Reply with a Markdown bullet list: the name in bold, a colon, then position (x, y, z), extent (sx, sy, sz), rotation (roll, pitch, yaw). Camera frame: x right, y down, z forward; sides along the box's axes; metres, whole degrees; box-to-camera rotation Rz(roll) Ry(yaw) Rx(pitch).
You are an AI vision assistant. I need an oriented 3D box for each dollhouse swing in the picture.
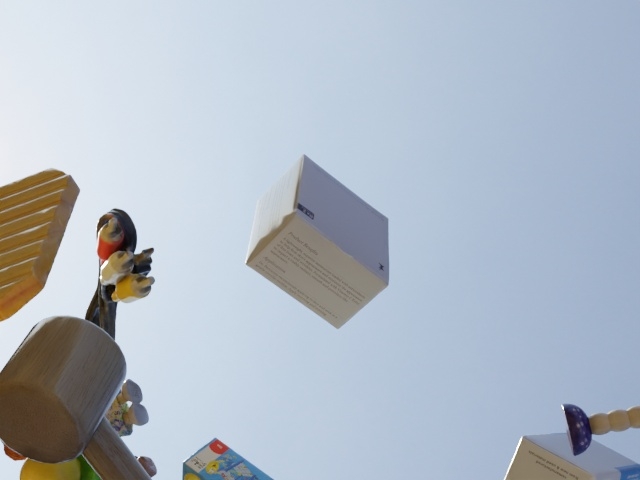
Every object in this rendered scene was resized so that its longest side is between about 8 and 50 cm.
- **dollhouse swing**: position (-0.520, -0.036, 1.210), extent (0.305, 0.315, 0.346), rotation (-32, -152, 21)

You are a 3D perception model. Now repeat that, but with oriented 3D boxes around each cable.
- **cable**: position (-0.303, 0.062, 1.412), extent (0.139, 0.072, 0.287), rotation (59, -42, 14)

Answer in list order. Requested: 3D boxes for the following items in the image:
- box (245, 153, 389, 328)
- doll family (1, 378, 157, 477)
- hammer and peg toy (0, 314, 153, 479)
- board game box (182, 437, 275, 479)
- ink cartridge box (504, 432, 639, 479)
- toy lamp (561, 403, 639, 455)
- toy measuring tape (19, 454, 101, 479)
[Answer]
- **box**: position (0.000, 0.000, 1.518), extent (0.119, 0.181, 0.182), rotation (-43, -159, 27)
- **doll family**: position (-0.247, 0.239, 1.032), extent (0.163, 0.118, 0.262), rotation (-20, -103, 11)
- **hammer and peg toy**: position (-0.223, 0.206, 0.603), extent (0.361, 0.266, 0.127), rotation (-28, -162, 31)
- **board game box**: position (-0.118, 0.559, 1.840), extent (0.302, 0.086, 0.308), rotation (28, -50, 28)
- **ink cartridge box**: position (0.346, 0.459, 1.554), extent (0.129, 0.223, 0.307), rotation (26, -82, 35)
- **toy lamp**: position (0.461, 0.226, 1.338), extent (0.275, 0.080, 0.080), rotation (-14, -112, 9)
- **toy measuring tape**: position (-0.170, 0.264, 0.818), extent (0.121, 0.121, 0.330), rotation (57, -11, 38)
